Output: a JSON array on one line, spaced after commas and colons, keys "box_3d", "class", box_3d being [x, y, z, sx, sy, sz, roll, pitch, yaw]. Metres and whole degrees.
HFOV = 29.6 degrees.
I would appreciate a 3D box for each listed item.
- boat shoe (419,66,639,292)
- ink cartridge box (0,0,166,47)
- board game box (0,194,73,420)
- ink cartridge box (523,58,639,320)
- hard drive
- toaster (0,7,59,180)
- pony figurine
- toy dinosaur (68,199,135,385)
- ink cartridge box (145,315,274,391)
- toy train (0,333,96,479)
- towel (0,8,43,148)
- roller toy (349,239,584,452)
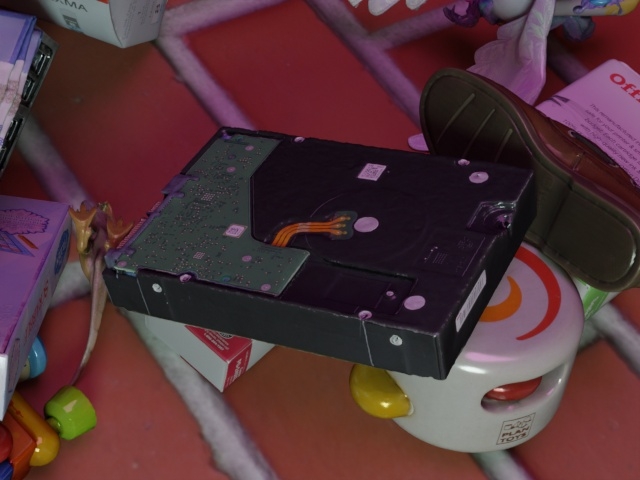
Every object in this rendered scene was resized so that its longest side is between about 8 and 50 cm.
[{"box_3d": [0.219, -0.059, 1.176, 0.104, 0.110, 0.307, -6, 46, -44], "class": "boat shoe"}, {"box_3d": [-0.351, -0.276, 1.251, 0.308, 0.091, 0.385, 20, 17, 3], "class": "ink cartridge box"}, {"box_3d": [-0.400, 0.031, 1.055, 0.319, 0.066, 0.318, 8, 23, -4], "class": "board game box"}, {"box_3d": [0.288, -0.051, 1.306, 0.273, 0.115, 0.198, -32, 65, -29], "class": "ink cartridge box"}, {"box_3d": [0.000, 0.000, 1.106, 0.339, 0.064, 0.237, 10, 42, 25], "class": "hard drive"}, {"box_3d": [-0.349, -0.155, 1.193, 0.110, 0.185, 0.168, 22, 88, 1], "class": "toaster"}, {"box_3d": [0.228, -0.294, 1.371, 0.363, 0.351, 0.303, -17, 73, -48], "class": "pony figurine"}, {"box_3d": [-0.210, 0.028, 1.167, 0.064, 0.112, 0.211, 1, 45, -5], "class": "toy dinosaur"}, {"box_3d": [-0.080, 0.057, 1.186, 0.109, 0.063, 0.150, 38, 56, 19], "class": "ink cartridge box"}, {"box_3d": [-0.251, 0.179, 1.047, 0.248, 0.105, 0.143, 40, 43, 19], "class": "toy train"}, {"box_3d": [-0.370, -0.094, 1.032, 0.209, 0.034, 0.285, 10, 61, 0], "class": "towel"}, {"box_3d": [0.142, 0.099, 1.144, 0.191, 0.146, 0.209, 18, 43, 13], "class": "roller toy"}]
